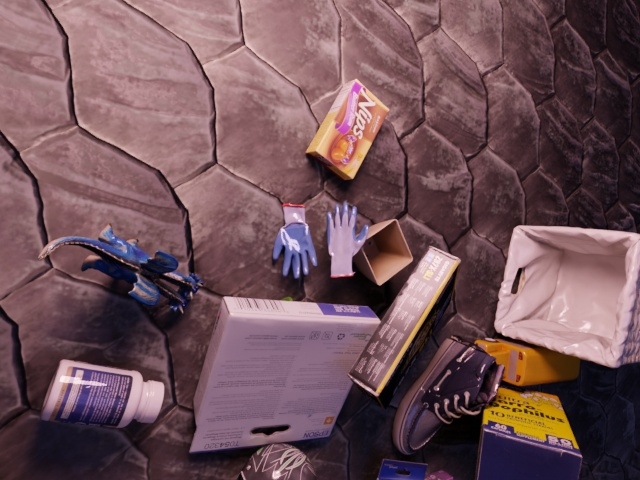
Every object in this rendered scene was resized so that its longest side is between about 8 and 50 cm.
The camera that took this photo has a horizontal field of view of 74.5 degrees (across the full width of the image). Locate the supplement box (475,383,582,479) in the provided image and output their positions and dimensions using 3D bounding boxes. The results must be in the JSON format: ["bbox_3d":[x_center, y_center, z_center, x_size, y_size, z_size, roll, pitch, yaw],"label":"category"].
[{"bbox_3d":[0.500,0.516,1.052,0.357,0.195,0.195,1,95,-68],"label":"supplement box"}]

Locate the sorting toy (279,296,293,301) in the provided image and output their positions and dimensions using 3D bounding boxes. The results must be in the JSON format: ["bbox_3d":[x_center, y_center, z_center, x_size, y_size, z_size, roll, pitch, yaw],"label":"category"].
[{"bbox_3d":[-0.088,0.161,0.868,0.102,0.061,0.042,-38,114,4],"label":"sorting toy"}]

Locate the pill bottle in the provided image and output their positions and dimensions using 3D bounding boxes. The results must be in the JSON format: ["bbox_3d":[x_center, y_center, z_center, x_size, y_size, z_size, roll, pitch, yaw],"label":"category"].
[{"bbox_3d":[-0.359,0.261,0.707,0.170,0.094,0.094,21,85,-29],"label":"pill bottle"}]

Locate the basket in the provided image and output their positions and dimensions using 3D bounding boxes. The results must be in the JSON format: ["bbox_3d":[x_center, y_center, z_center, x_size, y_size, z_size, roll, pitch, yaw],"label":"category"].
[{"bbox_3d":[0.719,0.144,1.168,0.267,0.332,0.327,12,89,-35],"label":"basket"}]

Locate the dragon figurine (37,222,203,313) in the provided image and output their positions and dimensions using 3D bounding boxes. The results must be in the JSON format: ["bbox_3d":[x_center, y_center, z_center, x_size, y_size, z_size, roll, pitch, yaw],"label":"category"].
[{"bbox_3d":[-0.285,0.047,0.668,0.144,0.289,0.085,26,78,10],"label":"dragon figurine"}]

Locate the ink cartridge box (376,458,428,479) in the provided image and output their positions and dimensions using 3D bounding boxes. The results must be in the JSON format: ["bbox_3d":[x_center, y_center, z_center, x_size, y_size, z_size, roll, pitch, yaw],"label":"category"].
[{"bbox_3d":[0.173,0.709,1.013,0.166,0.065,0.332,22,83,-29],"label":"ink cartridge box"}]

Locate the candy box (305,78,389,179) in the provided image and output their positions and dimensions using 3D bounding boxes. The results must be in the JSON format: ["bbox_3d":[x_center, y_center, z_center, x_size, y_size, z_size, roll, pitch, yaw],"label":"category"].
[{"bbox_3d":[0.062,-0.238,0.916,0.109,0.053,0.186,34,80,-27],"label":"candy box"}]

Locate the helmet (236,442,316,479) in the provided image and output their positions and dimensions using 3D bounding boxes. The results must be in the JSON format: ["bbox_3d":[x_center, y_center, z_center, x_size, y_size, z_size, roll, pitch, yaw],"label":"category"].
[{"bbox_3d":[-0.087,0.490,0.837,0.170,0.169,0.161,18,106,-29],"label":"helmet"}]

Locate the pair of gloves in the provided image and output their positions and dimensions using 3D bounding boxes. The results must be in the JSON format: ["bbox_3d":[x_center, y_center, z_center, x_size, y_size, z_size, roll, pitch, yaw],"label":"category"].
[{"bbox_3d":[0.000,0.000,0.867,0.199,0.023,0.159,0,87,5],"label":"pair of gloves"}]

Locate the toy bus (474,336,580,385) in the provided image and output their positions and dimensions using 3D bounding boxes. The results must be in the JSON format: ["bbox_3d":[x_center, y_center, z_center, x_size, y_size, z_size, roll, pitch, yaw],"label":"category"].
[{"bbox_3d":[0.595,0.349,1.222,0.333,0.130,0.108,6,92,-29],"label":"toy bus"}]

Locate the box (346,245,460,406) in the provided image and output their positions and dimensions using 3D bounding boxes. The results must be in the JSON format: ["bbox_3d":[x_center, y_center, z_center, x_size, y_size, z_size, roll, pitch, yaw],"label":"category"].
[{"bbox_3d":[0.191,0.203,0.934,0.321,0.080,0.257,-53,157,-16],"label":"box"}]

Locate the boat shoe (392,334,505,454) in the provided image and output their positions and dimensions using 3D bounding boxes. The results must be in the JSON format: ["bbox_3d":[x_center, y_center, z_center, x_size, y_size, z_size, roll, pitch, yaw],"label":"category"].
[{"bbox_3d":[0.323,0.405,1.061,0.127,0.158,0.340,40,75,-26],"label":"boat shoe"}]

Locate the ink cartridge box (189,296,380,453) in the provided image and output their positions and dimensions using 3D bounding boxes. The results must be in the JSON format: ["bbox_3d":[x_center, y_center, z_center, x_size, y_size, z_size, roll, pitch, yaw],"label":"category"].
[{"bbox_3d":[-0.077,0.274,0.859,0.325,0.071,0.329,9,113,-29],"label":"ink cartridge box"}]

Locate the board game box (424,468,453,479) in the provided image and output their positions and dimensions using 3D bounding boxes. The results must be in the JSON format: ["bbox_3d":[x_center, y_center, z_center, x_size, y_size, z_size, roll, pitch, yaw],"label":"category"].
[{"bbox_3d":[0.201,0.749,1.093,0.347,0.056,0.207,-1,99,-29],"label":"board game box"}]

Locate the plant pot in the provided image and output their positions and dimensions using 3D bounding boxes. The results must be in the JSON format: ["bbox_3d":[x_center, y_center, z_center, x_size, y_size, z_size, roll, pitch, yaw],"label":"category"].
[{"bbox_3d":[0.122,0.022,0.949,0.109,0.096,0.109,-33,109,-22],"label":"plant pot"}]
